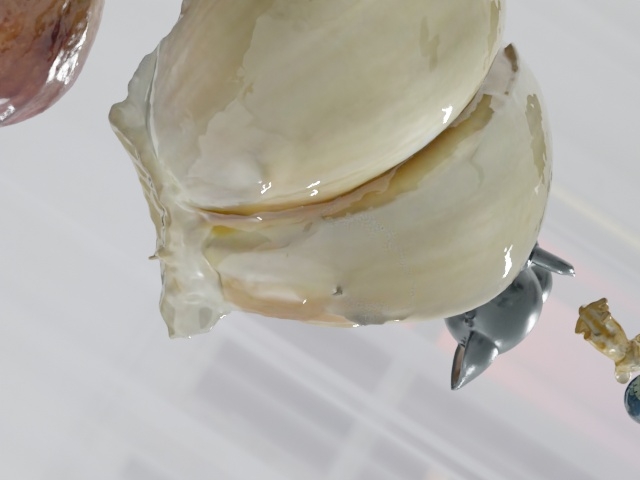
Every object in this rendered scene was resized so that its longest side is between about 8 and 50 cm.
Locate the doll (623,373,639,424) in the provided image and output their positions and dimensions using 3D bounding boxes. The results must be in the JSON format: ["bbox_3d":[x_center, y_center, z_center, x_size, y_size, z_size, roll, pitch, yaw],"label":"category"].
[{"bbox_3d":[0.338,0.157,1.735,0.076,0.083,0.050,-69,151,-55],"label":"doll"}]

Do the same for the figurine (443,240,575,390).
[{"bbox_3d":[0.221,0.033,2.063,0.193,0.140,0.265,-48,179,-38],"label":"figurine"}]

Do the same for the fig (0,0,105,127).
[{"bbox_3d":[-0.344,-0.249,1.927,0.263,0.224,0.224,-63,180,-2],"label":"fig"}]

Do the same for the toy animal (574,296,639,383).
[{"bbox_3d":[0.306,0.105,1.845,0.060,0.083,0.081,-50,-157,0],"label":"toy animal"}]

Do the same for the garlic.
[{"bbox_3d":[0.029,-0.082,1.125,0.313,0.286,0.249,-28,-169,-29],"label":"garlic"}]
